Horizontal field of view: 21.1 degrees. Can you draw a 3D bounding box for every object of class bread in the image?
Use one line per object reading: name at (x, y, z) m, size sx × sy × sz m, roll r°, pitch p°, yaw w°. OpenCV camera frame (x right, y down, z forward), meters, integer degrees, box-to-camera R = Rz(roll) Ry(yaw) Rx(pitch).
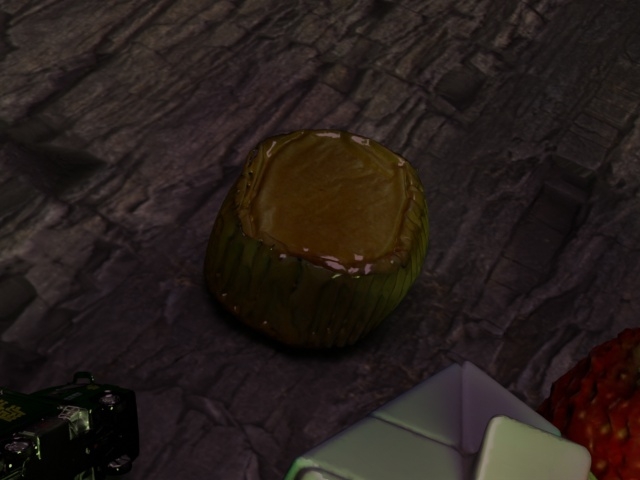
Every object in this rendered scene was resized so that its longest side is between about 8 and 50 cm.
bread at (0.000, 0.000, 1.862) m, size 0.227 × 0.142 × 0.253 m, roll 21°, pitch 42°, yaw 4°

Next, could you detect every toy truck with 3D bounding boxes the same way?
toy truck at (-0.276, 0.195, 1.526) m, size 0.121 × 0.088 × 0.259 m, roll 8°, pitch 17°, yaw 30°

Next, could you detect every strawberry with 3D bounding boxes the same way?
strawberry at (0.320, 0.217, 1.577) m, size 0.292 × 0.292 × 0.310 m, roll 37°, pitch 3°, yaw 24°

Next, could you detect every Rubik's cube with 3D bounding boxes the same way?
Rubik's cube at (0.103, 0.304, 1.376) m, size 0.368 × 0.358 × 0.387 m, roll 39°, pitch 33°, yaw 21°
